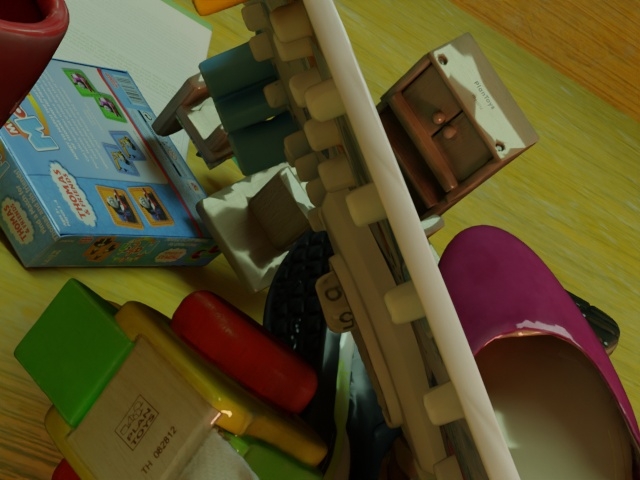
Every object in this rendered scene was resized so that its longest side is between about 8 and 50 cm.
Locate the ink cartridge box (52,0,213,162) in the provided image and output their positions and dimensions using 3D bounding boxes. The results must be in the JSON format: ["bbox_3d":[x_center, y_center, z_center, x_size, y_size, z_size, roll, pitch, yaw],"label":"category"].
[{"bbox_3d":[-0.177,-0.122,1.269,0.171,0.056,0.235,30,43,-24],"label":"ink cartridge box"}]

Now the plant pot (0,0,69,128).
[{"bbox_3d":[-0.254,-0.098,0.841,0.191,0.174,0.191,35,18,-13],"label":"plant pot"}]

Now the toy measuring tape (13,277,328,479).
[{"bbox_3d":[-0.026,0.103,0.635,0.121,0.121,0.330,26,6,-35],"label":"toy measuring tape"}]

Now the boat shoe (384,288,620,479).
[{"bbox_3d":[0.120,0.105,1.173,0.122,0.120,0.324,31,21,17],"label":"boat shoe"}]

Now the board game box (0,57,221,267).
[{"bbox_3d":[-0.162,-0.055,1.101,0.160,0.039,0.211,57,21,17],"label":"board game box"}]

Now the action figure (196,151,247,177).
[{"bbox_3d":[0.000,0.000,1.291,0.232,0.063,0.137,48,17,8],"label":"action figure"}]

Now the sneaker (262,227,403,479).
[{"bbox_3d":[0.017,0.080,1.009,0.097,0.084,0.234,40,50,-29],"label":"sneaker"}]

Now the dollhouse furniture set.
[{"bbox_3d":[0.014,-0.036,1.194,0.242,0.161,0.212,-29,84,-33],"label":"dollhouse furniture set"}]

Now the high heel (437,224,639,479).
[{"bbox_3d":[0.143,0.122,0.895,0.181,0.127,0.377,94,-18,-59],"label":"high heel"}]

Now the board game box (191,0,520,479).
[{"bbox_3d":[0.020,0.046,0.746,0.390,0.050,0.390,94,-25,-83],"label":"board game box"}]
